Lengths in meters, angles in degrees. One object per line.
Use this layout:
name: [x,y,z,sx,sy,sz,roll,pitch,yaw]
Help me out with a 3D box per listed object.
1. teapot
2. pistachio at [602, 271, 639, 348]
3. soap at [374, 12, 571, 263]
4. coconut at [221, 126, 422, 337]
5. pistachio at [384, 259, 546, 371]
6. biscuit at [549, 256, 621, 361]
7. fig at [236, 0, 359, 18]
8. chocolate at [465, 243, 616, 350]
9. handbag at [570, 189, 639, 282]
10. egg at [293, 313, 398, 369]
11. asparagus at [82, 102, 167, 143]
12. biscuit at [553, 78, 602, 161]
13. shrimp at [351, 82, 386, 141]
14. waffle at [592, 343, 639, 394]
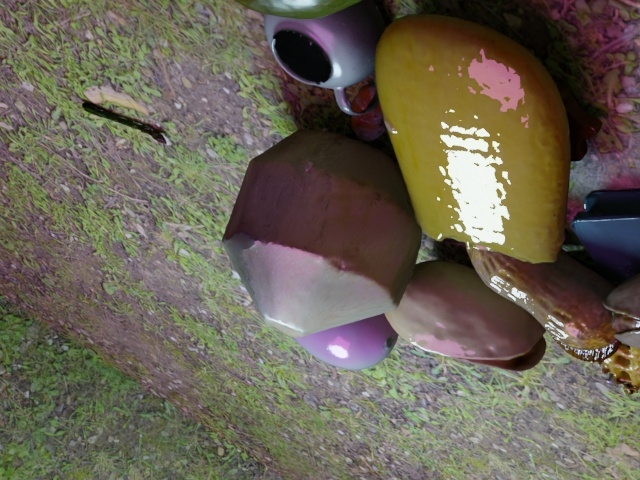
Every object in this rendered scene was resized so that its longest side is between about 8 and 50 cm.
teapot: [0.002,-0.309,1.758,0.193,0.129,0.294,-2,134,51]
pistachio: [0.505,0.100,1.698,0.144,0.144,0.215,45,147,-18]
soap: [0.221,-0.152,1.698,0.306,0.115,0.427,26,149,31]
coconut: [0.000,0.000,2.015,0.352,0.352,0.352,27,152,16]
pistachio: [0.258,0.141,2.117,0.299,0.187,0.187,20,149,20]
biscuit: [0.430,0.118,1.967,0.188,0.027,0.188,35,137,42]
fig: [0.017,-0.376,1.549,0.314,0.233,0.233,26,153,-1]
chocolate: [0.360,0.065,1.893,0.309,0.134,0.134,40,158,30]
handbag: [0.502,0.006,1.754,0.229,0.062,0.179,1,138,49]
egg: [0.033,0.158,2.390,0.271,0.196,0.196,8,142,33]
asparagus: [-0.407,-0.245,2.449,0.233,0.022,0.023,24,106,27]
biscuit: [0.312,-0.181,1.706,0.215,0.034,0.182,15,145,38]
shrimp: [0.130,-0.192,1.900,0.166,0.049,0.161,24,150,6]
waffle: [0.545,0.183,1.990,0.262,0.060,0.280,41,152,-11]
